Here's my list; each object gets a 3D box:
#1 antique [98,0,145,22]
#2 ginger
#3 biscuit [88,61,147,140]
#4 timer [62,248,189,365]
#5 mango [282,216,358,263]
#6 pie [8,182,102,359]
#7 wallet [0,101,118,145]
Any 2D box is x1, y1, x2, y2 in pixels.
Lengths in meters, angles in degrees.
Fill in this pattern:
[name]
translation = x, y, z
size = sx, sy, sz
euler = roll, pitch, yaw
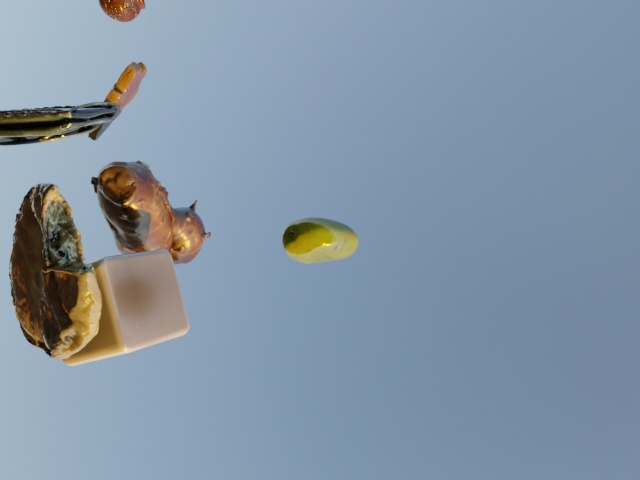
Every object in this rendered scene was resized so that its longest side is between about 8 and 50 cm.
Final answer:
[antique]
translation = -0.457, -0.551, 1.307
size = 0.104, 0.104, 0.104
euler = -1, -92, 37
[ginger]
translation = -0.413, -0.057, 1.427
size = 0.176, 0.254, 0.418
euler = 24, -34, 27
[biscuit]
translation = -0.521, -0.358, 1.457
size = 0.238, 0.041, 0.212
euler = -58, -164, -14
[timer]
translation = -0.426, 0.139, 1.208
size = 0.195, 0.192, 0.194
euler = -18, -94, 30
[mango]
translation = 0.000, -0.003, 1.195
size = 0.117, 0.163, 0.089
euler = 104, -22, -61
[pie]
translation = -0.507, 0.059, 1.075
size = 0.338, 0.075, 0.337
euler = 6, -82, 44
[wallet]
translation = -0.610, -0.234, 1.147
size = 0.342, 0.237, 0.075
euler = -3, -72, 3
